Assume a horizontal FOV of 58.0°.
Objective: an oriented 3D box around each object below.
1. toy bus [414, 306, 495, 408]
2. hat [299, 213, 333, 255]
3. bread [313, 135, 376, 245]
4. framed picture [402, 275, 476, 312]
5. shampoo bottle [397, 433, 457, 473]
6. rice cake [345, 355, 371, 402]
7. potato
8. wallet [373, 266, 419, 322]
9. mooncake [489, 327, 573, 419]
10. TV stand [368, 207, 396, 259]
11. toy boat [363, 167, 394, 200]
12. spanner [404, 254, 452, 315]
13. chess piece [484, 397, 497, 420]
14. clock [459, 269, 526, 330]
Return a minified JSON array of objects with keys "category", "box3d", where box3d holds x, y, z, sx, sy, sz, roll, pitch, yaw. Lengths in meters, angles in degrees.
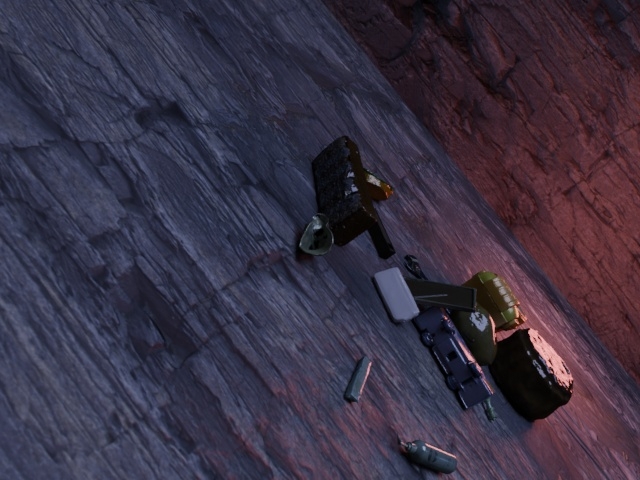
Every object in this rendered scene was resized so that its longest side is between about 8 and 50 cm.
[{"category":"toy bus","box3d":[0.433,0.366,1.853,0.136,0.109,0.330,15,42,-60]},{"category":"hat","box3d":[-0.001,-0.002,1.642,0.081,0.122,0.166,54,-5,-26]},{"category":"bread","box3d":[0.072,-0.180,1.932,0.113,0.165,0.417,37,29,-35]},{"category":"framed picture","box3d":[0.385,0.173,1.911,0.259,0.023,0.189,8,19,12]},{"category":"shampoo bottle","box3d":[0.261,0.532,1.440,0.195,0.056,0.056,31,33,-31]},{"category":"rice cake","box3d":[0.097,0.349,1.453,0.033,0.029,0.171,50,27,-7]},{"category":"potato","box3d":[0.534,0.321,2.009,0.177,0.160,0.235,-5,68,-29]},{"category":"wallet","box3d":[0.239,0.173,1.829,0.033,0.095,0.190,86,-15,-59]},{"category":"mooncake","box3d":[0.786,0.485,2.138,0.324,0.187,0.324,38,27,-24]},{"category":"TV stand","box3d":[0.198,-0.050,2.077,0.040,0.049,0.256,20,39,-45]},{"category":"toy boat","box3d":[0.204,-0.229,2.264,0.229,0.089,0.088,29,48,-28]},{"category":"spanner","box3d":[0.413,0.183,2.138,0.316,0.024,0.087,53,29,2]},{"category":"chess piece","box3d":[0.549,0.540,1.875,0.042,0.042,0.093,21,43,-43]},{"category":"clock","box3d":[0.692,0.252,2.295,0.317,0.200,0.244,16,45,-60]}]
